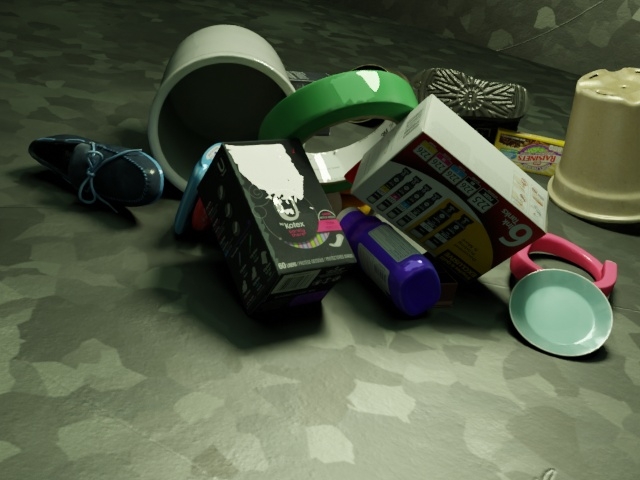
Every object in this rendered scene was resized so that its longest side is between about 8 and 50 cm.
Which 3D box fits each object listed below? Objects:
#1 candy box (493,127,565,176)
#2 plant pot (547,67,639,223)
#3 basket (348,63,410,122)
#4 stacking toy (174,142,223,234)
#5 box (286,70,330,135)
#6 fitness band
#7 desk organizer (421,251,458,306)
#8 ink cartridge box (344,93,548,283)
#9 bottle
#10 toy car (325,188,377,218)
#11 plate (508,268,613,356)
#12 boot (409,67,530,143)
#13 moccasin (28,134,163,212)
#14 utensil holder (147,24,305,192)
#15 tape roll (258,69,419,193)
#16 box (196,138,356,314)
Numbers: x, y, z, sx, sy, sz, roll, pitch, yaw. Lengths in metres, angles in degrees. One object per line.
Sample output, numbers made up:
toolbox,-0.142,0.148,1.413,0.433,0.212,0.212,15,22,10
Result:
candy box,0.585,-0.244,2.286,0.206,0.105,0.027,12,32,4
plant pot,0.750,-0.257,2.060,0.334,0.305,0.334,-5,30,3
basket,0.174,-0.449,2.484,0.154,0.204,0.227,62,29,3
stacking toy,-0.118,-0.047,1.604,0.302,0.165,0.175,28,30,1
box,-0.049,-0.378,2.251,0.158,0.156,0.093,-2,28,-25
fitness band,0.499,0.053,1.681,0.209,0.054,0.291,23,22,14
desk organizer,0.210,0.072,1.566,0.047,0.050,0.130,0,28,-22
ink cartridge box,0.225,-0.072,1.553,0.309,0.272,0.130,36,42,-16
bottle,0.118,0.026,1.546,0.092,0.118,0.283,-30,37,-10
toy car,0.050,-0.129,1.811,0.159,0.136,0.182,-7,31,-32
plate,0.437,0.134,1.497,0.188,0.024,0.188,0,54,-1
boot,0.415,-0.374,2.347,0.348,0.131,0.260,13,-5,3
moccasin,-0.463,-0.135,1.650,0.342,0.137,0.117,14,9,36
utensil holder,-0.212,-0.301,1.858,0.328,0.327,0.385,6,23,-10
tape roll,0.042,-0.202,1.593,0.321,0.321,0.077,-4,63,-28
box,-0.081,-0.030,1.428,0.165,0.143,0.270,-8,62,-35
